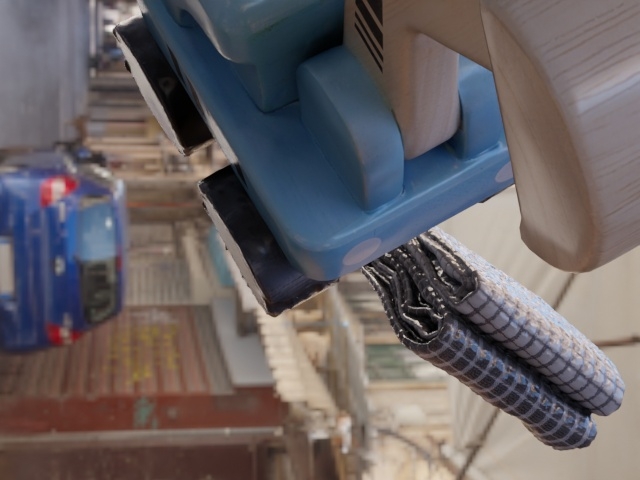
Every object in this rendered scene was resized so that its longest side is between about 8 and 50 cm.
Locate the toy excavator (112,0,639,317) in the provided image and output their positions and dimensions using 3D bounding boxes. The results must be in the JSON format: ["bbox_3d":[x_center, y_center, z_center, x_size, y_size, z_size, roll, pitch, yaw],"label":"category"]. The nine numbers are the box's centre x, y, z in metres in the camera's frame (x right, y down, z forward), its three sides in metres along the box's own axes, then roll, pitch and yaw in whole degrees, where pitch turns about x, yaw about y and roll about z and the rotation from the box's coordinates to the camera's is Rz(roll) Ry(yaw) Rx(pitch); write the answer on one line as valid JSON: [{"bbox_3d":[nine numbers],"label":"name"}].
[{"bbox_3d":[0.027,-0.110,0.666,0.433,0.222,0.445,58,-9,23],"label":"toy excavator"}]

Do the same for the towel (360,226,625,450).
[{"bbox_3d":[0.176,0.097,1.342,0.121,0.235,0.284,-54,-159,7],"label":"towel"}]
